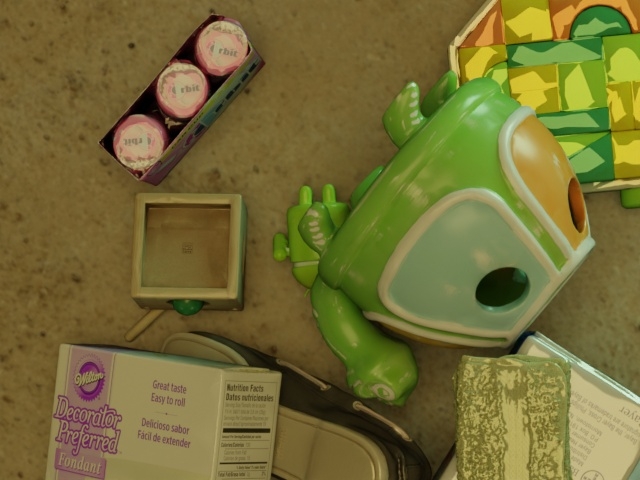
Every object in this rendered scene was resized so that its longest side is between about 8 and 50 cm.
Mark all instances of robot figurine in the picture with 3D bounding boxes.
[{"bbox_3d":[0.000,0.000,1.965,0.101,0.067,0.115,-5,89,-1],"label":"robot figurine"}]

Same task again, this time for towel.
[{"bbox_3d":[0.173,0.177,1.704,0.110,0.027,0.148,-1,87,7],"label":"towel"}]

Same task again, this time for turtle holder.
[{"bbox_3d":[0.114,0.009,1.821,0.227,0.243,0.320,40,88,7],"label":"turtle holder"}]

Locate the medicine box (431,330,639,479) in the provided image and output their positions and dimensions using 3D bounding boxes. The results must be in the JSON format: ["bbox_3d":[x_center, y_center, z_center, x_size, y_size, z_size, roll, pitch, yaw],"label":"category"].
[{"bbox_3d":[0.190,0.246,1.846,0.149,0.263,0.289,32,91,5],"label":"medicine box"}]

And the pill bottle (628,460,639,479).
[{"bbox_3d":[0.447,0.355,1.832,0.210,0.210,0.363,-35,100,3],"label":"pill bottle"}]

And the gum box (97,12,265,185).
[{"bbox_3d":[-0.139,-0.148,1.959,0.062,0.107,0.188,41,92,4],"label":"gum box"}]

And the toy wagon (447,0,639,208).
[{"bbox_3d":[0.307,-0.165,1.946,0.344,0.068,0.267,-5,89,4],"label":"toy wagon"}]

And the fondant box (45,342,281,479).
[{"bbox_3d":[-0.171,0.279,1.899,0.238,0.096,0.330,5,88,41],"label":"fondant box"}]

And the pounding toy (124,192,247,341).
[{"bbox_3d":[-0.145,0.030,1.972,0.130,0.100,0.141,1,78,4],"label":"pounding toy"}]

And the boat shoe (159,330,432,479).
[{"bbox_3d":[-0.031,0.186,1.916,0.335,0.095,0.112,27,105,39],"label":"boat shoe"}]
